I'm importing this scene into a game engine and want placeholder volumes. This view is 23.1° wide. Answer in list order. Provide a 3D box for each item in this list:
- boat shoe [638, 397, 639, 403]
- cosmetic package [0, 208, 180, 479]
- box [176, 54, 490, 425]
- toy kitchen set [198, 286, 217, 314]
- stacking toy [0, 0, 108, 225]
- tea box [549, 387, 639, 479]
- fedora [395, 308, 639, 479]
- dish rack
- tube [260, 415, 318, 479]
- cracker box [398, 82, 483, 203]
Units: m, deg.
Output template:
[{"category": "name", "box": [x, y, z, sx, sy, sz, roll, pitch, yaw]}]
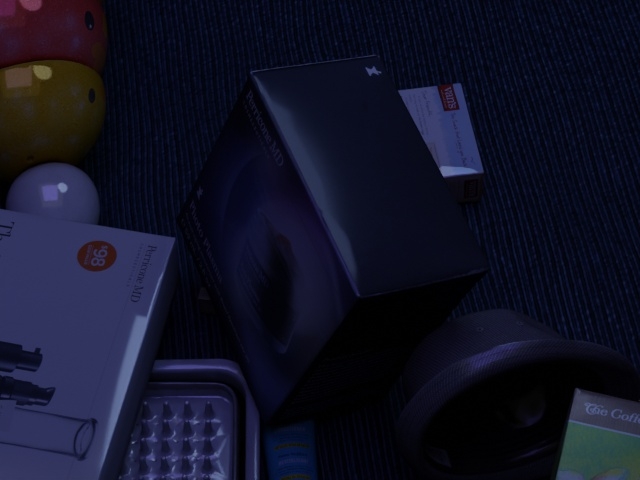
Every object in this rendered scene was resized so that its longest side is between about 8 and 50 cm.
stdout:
[{"category": "boat shoe", "box": [0.382, 0.203, 1.815, 0.049, 0.042, 0.133, 15, 54, 14]}, {"category": "cosmetic package", "box": [-0.341, 0.144, 1.757, 0.284, 0.097, 0.377, 10, 53, 4]}, {"category": "box", "box": [0.000, 0.000, 1.755, 0.182, 0.294, 0.296, -11, 62, -31]}, {"category": "toy kitchen set", "box": [-0.106, 0.042, 1.929, 0.075, 0.068, 0.083, 7, 53, 7]}, {"category": "stacking toy", "box": [-0.385, -0.193, 2.023, 0.350, 0.350, 0.480, -16, 74, -10]}, {"category": "tea box", "box": [0.302, 0.375, 1.509, 0.220, 0.329, 0.323, 11, 55, 10]}, {"category": "fedora", "box": [0.201, 0.160, 1.730, 0.275, 0.244, 0.124, -9, 46, -14]}, {"category": "dish rack", "box": [-0.233, 0.271, 1.760, 0.332, 0.072, 0.285, -2, 53, 0]}, {"category": "tube", "box": [-0.036, 0.231, 1.805, 0.080, 0.052, 0.207, 0, 46, -10]}, {"category": "cracker box", "box": [0.085, -0.115, 2.042, 0.232, 0.067, 0.156, -7, 54, -3]}]
